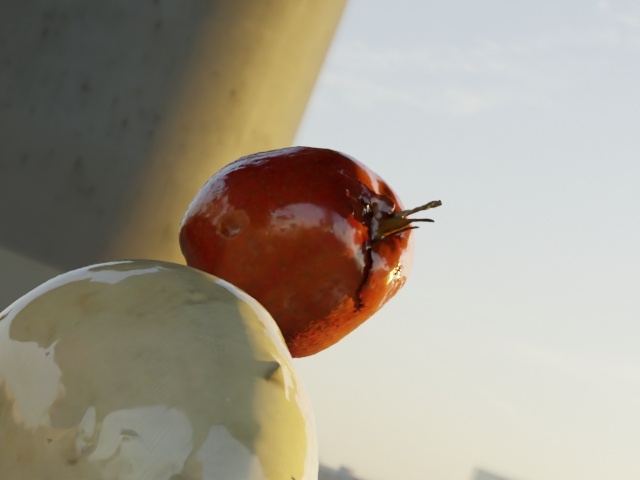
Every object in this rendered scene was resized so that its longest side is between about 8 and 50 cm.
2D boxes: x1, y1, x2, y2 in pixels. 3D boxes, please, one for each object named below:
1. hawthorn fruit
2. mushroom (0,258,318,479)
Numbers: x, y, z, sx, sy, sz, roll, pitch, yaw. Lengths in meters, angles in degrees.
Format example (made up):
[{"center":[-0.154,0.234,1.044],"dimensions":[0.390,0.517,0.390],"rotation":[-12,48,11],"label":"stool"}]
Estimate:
[{"center":[0.000,0.000,1.803],"dimensions":[0.299,0.211,0.211],"rotation":[-19,-31,32],"label":"hawthorn fruit"},{"center":[-0.095,0.174,1.271],"dimensions":[0.314,0.314,0.336],"rotation":[12,-11,45],"label":"mushroom"}]
